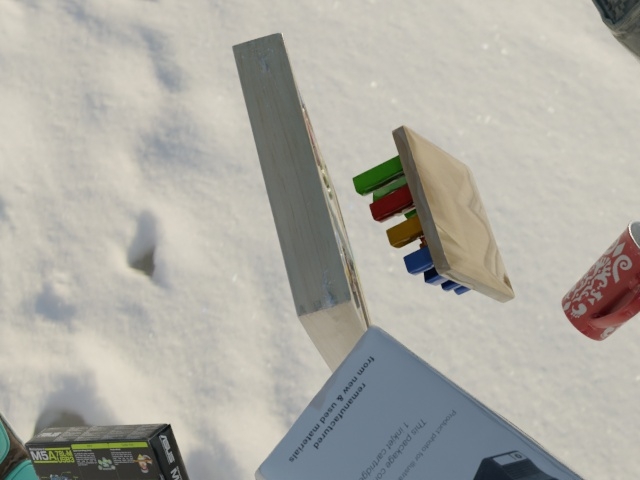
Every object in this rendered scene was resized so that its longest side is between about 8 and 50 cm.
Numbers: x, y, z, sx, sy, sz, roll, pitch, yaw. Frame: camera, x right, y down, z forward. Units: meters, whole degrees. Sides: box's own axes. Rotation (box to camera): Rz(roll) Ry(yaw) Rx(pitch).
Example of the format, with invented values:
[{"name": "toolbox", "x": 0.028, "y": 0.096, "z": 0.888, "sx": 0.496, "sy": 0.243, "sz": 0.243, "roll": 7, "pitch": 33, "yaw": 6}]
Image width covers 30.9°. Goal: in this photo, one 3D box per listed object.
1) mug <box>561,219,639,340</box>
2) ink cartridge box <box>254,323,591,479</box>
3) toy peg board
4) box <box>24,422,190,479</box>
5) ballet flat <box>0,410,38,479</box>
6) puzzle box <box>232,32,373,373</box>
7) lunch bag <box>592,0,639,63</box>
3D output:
[{"name": "mug", "x": 0.442, "y": 0.069, "z": 1.733, "sx": 0.113, "sy": 0.169, "sz": 0.150, "roll": 51, "pitch": 34, "yaw": 16}, {"name": "ink cartridge box", "x": 0.181, "y": 0.272, "z": 0.925, "sx": 0.395, "sy": 0.285, "sz": 0.166, "roll": 35, "pitch": 85, "yaw": 34}, {"name": "toy peg board", "x": 0.111, "y": -0.011, "z": 1.187, "sx": 0.161, "sy": 0.079, "sz": 0.160, "roll": 22, "pitch": 47, "yaw": -55}, {"name": "box", "x": -0.218, "y": 0.291, "z": 1.268, "sx": 0.045, "sy": 0.191, "sz": 0.184, "roll": -33, "pitch": 110, "yaw": -54}, {"name": "ballet flat", "x": -0.472, "y": 0.320, "z": 1.605, "sx": 0.139, "sy": 0.400, "sz": 0.139, "roll": -16, "pitch": 28, "yaw": 9}, {"name": "puzzle box", "x": 0.000, "y": 0.000, "z": 1.195, "sx": 0.052, "sy": 0.409, "sz": 0.272, "roll": -15, "pitch": 71, "yaw": 3}, {"name": "lunch bag", "x": 0.312, "y": -0.248, "z": 0.972, "sx": 0.235, "sy": 0.169, "sz": 0.287, "roll": 31, "pitch": 31, "yaw": -38}]
